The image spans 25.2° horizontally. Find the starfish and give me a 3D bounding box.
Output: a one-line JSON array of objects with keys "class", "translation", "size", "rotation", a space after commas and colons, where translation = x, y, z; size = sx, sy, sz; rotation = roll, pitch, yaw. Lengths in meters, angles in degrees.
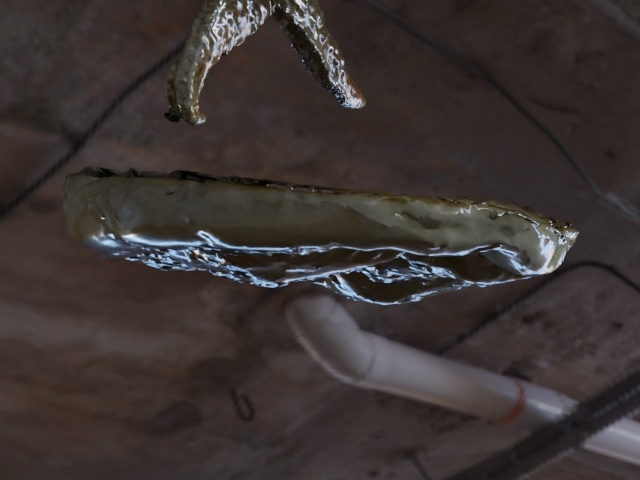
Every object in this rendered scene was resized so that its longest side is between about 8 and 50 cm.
[{"class": "starfish", "translation": [-0.073, -0.205, 1.008], "size": [0.094, 0.375, 0.327], "rotation": [-31, -152, 21]}]

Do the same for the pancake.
[{"class": "pancake", "translation": [-0.001, 0.000, 1.070], "size": [0.387, 0.387, 0.082], "rotation": [0, -96, 44]}]
